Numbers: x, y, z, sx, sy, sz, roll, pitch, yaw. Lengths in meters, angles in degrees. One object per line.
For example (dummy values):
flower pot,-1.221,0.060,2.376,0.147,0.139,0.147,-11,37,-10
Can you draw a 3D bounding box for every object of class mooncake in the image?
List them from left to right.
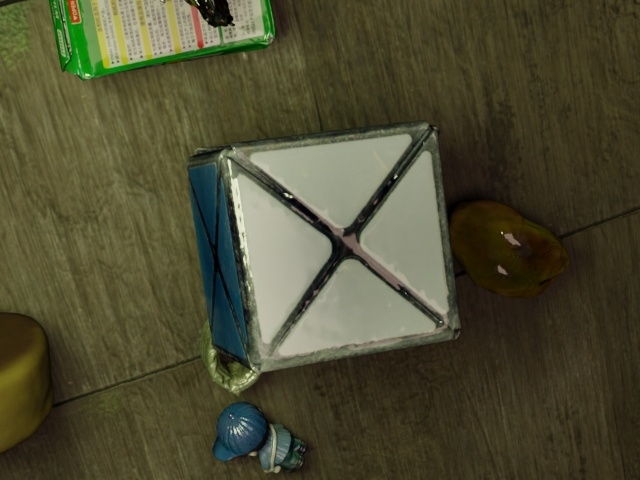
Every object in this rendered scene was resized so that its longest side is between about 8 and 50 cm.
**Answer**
mooncake,-0.413,0.170,1.564,0.234,0.235,0.117,-10,110,-14

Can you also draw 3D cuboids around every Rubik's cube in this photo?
Rubik's cube,0.000,0.000,1.577,0.254,0.259,0.260,-10,97,-16

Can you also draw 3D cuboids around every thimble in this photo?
thimble,-0.109,0.139,1.732,0.084,0.062,0.110,-1,110,-16

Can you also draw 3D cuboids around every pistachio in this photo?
pistachio,0.246,0.018,1.780,0.189,0.100,0.110,29,92,-28

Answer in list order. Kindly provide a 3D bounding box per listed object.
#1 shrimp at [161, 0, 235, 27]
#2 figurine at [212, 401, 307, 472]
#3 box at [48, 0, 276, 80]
shrimp,-0.113,-0.405,1.437,0.233,0.071,0.365,-15,82,-17
figurine,-0.076,0.264,1.788,0.136,0.079,0.077,23,61,-20
box,-0.180,-0.283,1.521,0.250,0.103,0.180,-13,114,-14
